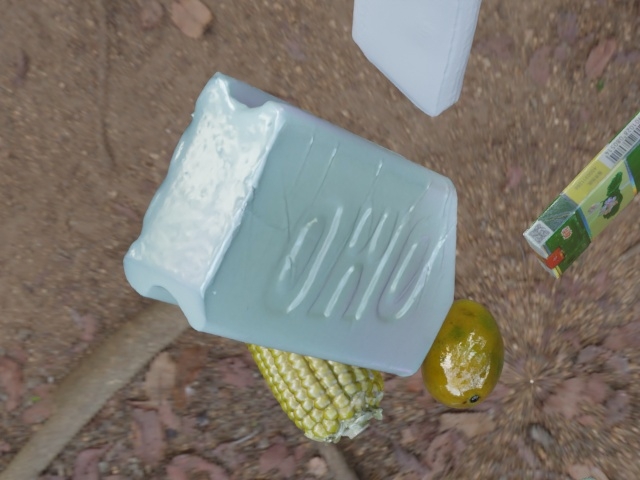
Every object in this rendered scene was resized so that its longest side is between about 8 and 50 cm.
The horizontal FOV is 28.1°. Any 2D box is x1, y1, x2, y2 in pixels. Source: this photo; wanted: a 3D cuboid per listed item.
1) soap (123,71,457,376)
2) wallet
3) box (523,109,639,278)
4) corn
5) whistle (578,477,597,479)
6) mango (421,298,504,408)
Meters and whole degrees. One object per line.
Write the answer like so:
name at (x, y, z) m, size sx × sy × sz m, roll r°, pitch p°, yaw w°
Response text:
soap at (0.000, 0.000, 0.989) m, size 0.095 × 0.289 × 0.172 m, roll 30°, pitch 97°, yaw 39°
wallet at (0.058, -0.151, 0.782) m, size 0.033 × 0.190 × 0.095 m, roll -40°, pitch 74°, yaw -19°
box at (0.352, -0.063, 1.578) m, size 0.235 × 0.132 × 0.034 m, roll -46°, pitch 63°, yaw -1°
corn at (-0.048, 0.095, 1.683) m, size 0.144 × 0.144 × 0.387 m, roll -36°, pitch 67°, yaw 4°
whistle at (0.207, 0.255, 1.062) m, size 0.253 × 0.101 × 0.105 m, roll -9°, pitch 117°, yaw 32°
mango at (0.198, 0.152, 1.739) m, size 0.111 × 0.089 × 0.163 m, roll 13°, pitch 60°, yaw 24°
